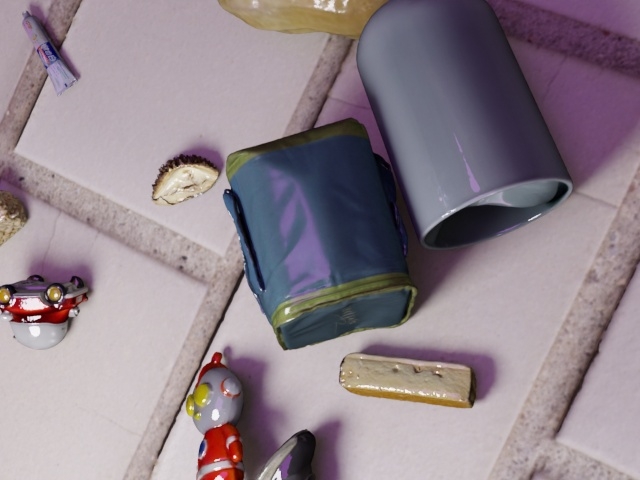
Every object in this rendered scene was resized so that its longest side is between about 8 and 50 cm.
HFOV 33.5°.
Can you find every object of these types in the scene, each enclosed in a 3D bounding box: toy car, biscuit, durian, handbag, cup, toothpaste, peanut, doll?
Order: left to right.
[{"bbox_3d":[-0.563,-0.016,1.752,0.168,0.070,0.082,-40,65,16],"label":"biscuit"},{"bbox_3d":[-0.436,0.116,1.665,0.139,0.112,0.112,0,97,15],"label":"toy car"},{"bbox_3d":[-0.457,-0.317,1.772,0.045,0.028,0.170,-35,72,8],"label":"toothpaste"},{"bbox_3d":[-0.213,-0.098,1.635,0.130,0.052,0.066,-20,113,23],"label":"durian"},{"bbox_3d":[-0.145,0.270,1.500,0.142,0.076,0.245,-42,47,48],"label":"doll"},{"bbox_3d":[-0.001,-0.360,1.492,0.340,0.174,0.158,16,72,29],"label":"peanut"},{"bbox_3d":[0.000,0.000,1.396,0.222,0.263,0.241,-14,73,-4],"label":"handbag"},{"bbox_3d":[0.118,0.186,1.433,0.188,0.052,0.056,5,68,24],"label":"biscuit"},{"bbox_3d":[0.176,-0.164,1.375,0.205,0.205,0.312,-24,72,19],"label":"cup"}]

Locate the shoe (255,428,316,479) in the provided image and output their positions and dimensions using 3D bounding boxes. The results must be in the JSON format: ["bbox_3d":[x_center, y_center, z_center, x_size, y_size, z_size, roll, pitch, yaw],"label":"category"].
[{"bbox_3d":[-0.045,0.375,1.458,0.112,0.099,0.227,31,99,17],"label":"shoe"}]
